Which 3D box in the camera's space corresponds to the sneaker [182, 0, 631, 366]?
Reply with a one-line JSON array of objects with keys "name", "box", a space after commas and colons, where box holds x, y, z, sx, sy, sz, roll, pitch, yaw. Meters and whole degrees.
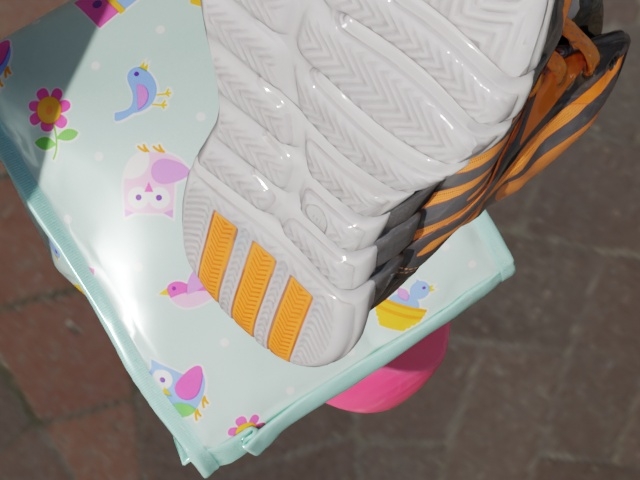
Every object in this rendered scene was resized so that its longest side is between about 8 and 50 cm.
[{"name": "sneaker", "box": [0.049, -0.090, 0.720, 0.180, 0.124, 0.321, -41, 170, -29]}]

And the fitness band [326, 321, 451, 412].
[{"name": "fitness band", "box": [0.000, 0.000, 1.284, 0.209, 0.291, 0.054, 36, 116, -12]}]

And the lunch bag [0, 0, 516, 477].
[{"name": "lunch bag", "box": [-0.044, -0.029, 1.070, 0.223, 0.160, 0.262, -32, 82, -4]}]
